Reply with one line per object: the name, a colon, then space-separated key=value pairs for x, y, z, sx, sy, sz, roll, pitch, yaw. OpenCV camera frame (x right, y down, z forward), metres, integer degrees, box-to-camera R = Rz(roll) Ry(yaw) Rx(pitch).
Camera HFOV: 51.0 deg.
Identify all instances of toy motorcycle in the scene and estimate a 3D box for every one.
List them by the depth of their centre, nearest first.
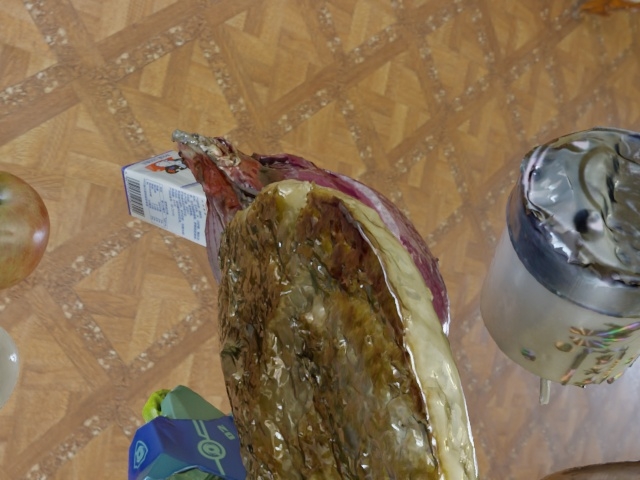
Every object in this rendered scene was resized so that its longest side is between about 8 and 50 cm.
toy motorcycle: x=-0.123 y=0.316 z=0.807 sx=0.191 sy=0.326 sz=0.200 roll=-53 pitch=167 yaw=16

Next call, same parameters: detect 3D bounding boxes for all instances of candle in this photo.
candle: x=0.261 y=0.051 z=0.691 sx=0.187 sy=0.187 sz=0.330 roll=-44 pitch=154 yaw=-28

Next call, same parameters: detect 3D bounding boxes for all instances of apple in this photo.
apple: x=-0.531 y=-0.013 z=1.067 sx=0.188 sy=0.188 sz=0.174 roll=-1 pitch=133 yaw=-41

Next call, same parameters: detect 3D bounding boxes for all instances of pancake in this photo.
pancake: x=-0.004 y=0.131 z=0.446 sx=0.065 sy=0.356 sz=0.356 roll=-8 pitch=101 yaw=-28

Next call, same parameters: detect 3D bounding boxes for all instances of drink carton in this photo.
drink carton: x=-0.213 y=-0.072 z=1.224 sx=0.130 sy=0.315 sz=0.106 roll=-31 pitch=130 yaw=-43

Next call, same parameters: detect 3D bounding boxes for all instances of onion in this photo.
onion: x=0.000 y=0.000 z=0.690 sx=0.159 sy=0.267 sz=0.348 roll=-48 pitch=128 yaw=-34

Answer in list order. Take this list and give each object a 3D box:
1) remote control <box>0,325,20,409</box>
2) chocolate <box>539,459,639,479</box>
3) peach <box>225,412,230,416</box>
remote control: x=-0.655 y=0.223 z=1.092 sx=0.332 sy=0.103 sz=0.221 roll=16 pitch=91 yaw=-52
chocolate: x=0.260 y=0.232 z=0.487 sx=0.261 sy=0.161 sz=0.083 roll=46 pitch=46 yaw=-21
peach: x=-0.139 y=0.331 z=1.138 sx=0.083 sy=0.083 sz=0.083 roll=-7 pitch=100 yaw=-41
